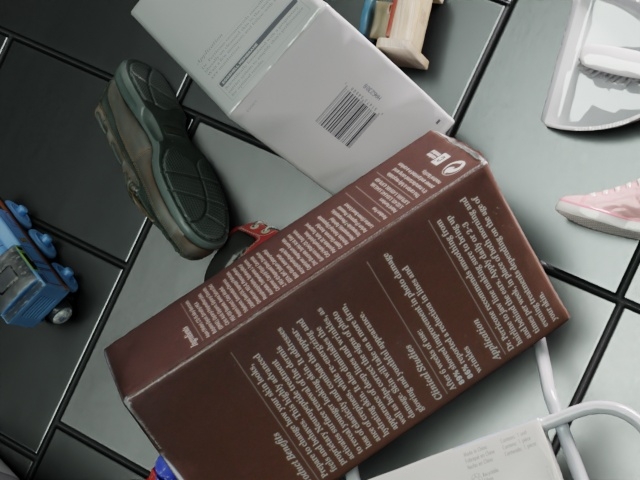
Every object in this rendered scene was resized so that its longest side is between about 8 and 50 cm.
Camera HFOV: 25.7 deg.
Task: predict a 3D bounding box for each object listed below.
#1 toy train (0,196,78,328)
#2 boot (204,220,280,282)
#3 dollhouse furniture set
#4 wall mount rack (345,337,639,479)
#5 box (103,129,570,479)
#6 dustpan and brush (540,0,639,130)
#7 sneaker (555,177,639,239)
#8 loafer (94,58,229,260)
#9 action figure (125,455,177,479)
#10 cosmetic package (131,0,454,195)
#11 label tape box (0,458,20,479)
[{"bbox_3d":[-0.342,0.017,1.545,0.080,0.105,0.184,-43,69,8],"label":"toy train"},{"bbox_3d":[0.000,0.000,1.441,0.244,0.088,0.176,-38,47,-5],"label":"boot"},{"bbox_3d":[0.052,-0.289,1.444,0.129,0.129,0.183,10,84,22],"label":"dollhouse furniture set"},{"bbox_3d":[0.136,0.211,1.296,0.350,0.130,0.304,-22,65,12],"label":"wall mount rack"},{"bbox_3d":[0.015,0.087,1.295,0.381,0.143,0.191,-34,114,-6],"label":"box"},{"bbox_3d":[0.325,-0.165,1.358,0.211,0.060,0.147,14,85,22],"label":"dustpan and brush"},{"bbox_3d":[0.298,-0.040,1.352,0.134,0.051,0.070,13,83,18],"label":"sneaker"},{"bbox_3d":[-0.175,-0.075,1.507,0.084,0.096,0.267,-43,52,26],"label":"loafer"},{"bbox_3d":[-0.125,0.254,1.427,0.280,0.091,0.139,-41,60,9],"label":"action figure"},{"bbox_3d":[-0.029,-0.168,1.365,0.138,0.224,0.224,-48,45,7],"label":"cosmetic package"},{"bbox_3d":[-0.445,0.322,1.505,0.348,0.115,0.249,26,90,55],"label":"label tape box"}]
